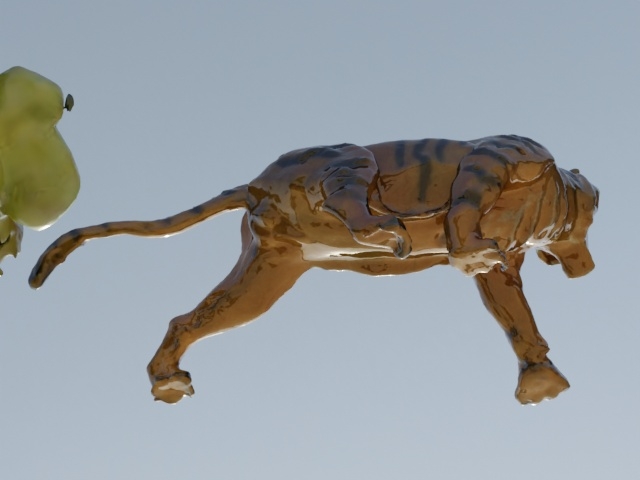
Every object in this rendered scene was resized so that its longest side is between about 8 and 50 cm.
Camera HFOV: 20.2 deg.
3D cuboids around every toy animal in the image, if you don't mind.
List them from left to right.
[{"bbox_3d":[0.002,-0.006,0.776,0.255,0.116,0.114,1,-45,-3],"label":"toy animal"}]

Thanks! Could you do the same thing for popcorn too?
[{"bbox_3d":[-0.178,-0.013,0.684,0.162,0.135,0.141,13,-58,-17],"label":"popcorn"}]
